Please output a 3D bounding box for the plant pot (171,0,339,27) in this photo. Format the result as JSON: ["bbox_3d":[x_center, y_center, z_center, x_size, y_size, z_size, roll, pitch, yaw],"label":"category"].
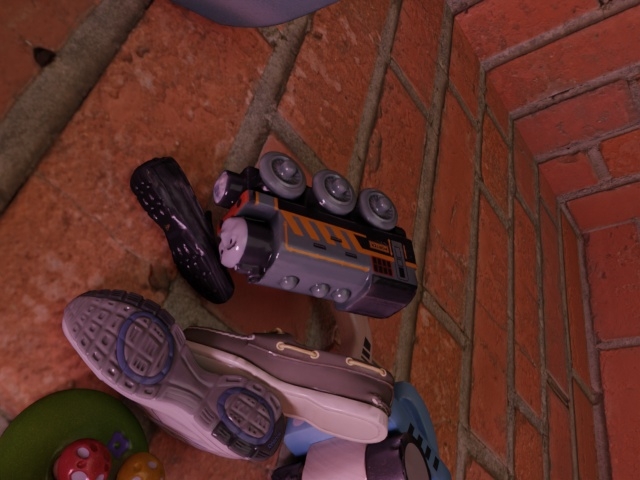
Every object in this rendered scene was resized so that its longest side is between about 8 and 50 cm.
[{"bbox_3d":[-0.132,-0.486,0.918,0.247,0.252,0.248,5,72,-52],"label":"plant pot"}]

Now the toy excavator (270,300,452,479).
[{"bbox_3d":[0.062,0.257,0.949,0.433,0.222,0.445,55,25,-22],"label":"toy excavator"}]

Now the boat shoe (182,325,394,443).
[{"bbox_3d":[-0.050,0.174,0.764,0.305,0.109,0.091,18,50,4],"label":"boat shoe"}]

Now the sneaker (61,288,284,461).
[{"bbox_3d":[-0.188,0.178,0.689,0.297,0.129,0.111,42,44,-10],"label":"sneaker"}]

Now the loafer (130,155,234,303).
[{"bbox_3d":[-0.178,-0.016,0.806,0.078,0.076,0.223,-38,104,-45],"label":"loafer"}]

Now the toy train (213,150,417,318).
[{"bbox_3d":[0.000,0.000,0.843,0.334,0.142,0.190,17,50,-32],"label":"toy train"}]

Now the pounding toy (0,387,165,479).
[{"bbox_3d":[-0.224,0.269,0.593,0.183,0.110,0.237,-9,83,-55],"label":"pounding toy"}]
